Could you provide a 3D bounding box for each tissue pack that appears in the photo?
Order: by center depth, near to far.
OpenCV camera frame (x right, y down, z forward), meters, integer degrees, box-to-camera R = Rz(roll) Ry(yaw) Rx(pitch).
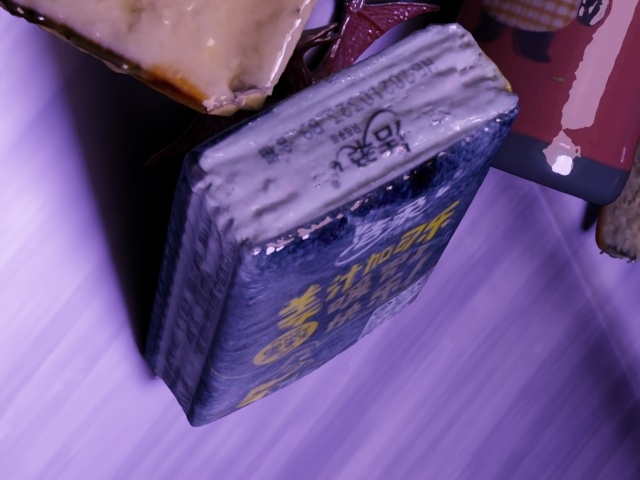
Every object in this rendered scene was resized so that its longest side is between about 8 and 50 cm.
[{"bbox_3d":[0.000,0.000,1.049,0.185,0.081,0.257,-30,163,-23],"label":"tissue pack"}]

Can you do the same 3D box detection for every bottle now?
[{"bbox_3d":[0.179,-0.200,1.152,0.144,0.144,0.336,17,95,-37],"label":"bottle"}]

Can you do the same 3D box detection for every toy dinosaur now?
[{"bbox_3d":[-0.012,-0.092,1.126,0.220,0.032,0.108,-33,126,-18],"label":"toy dinosaur"}]

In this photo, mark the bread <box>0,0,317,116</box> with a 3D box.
[{"bbox_3d":[-0.093,-0.227,0.928,0.236,0.198,0.263,23,95,-31],"label":"bread"}]

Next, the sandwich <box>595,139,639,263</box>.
[{"bbox_3d":[0.271,-0.098,1.264,0.128,0.122,0.236,-6,113,-29],"label":"sandwich"}]
